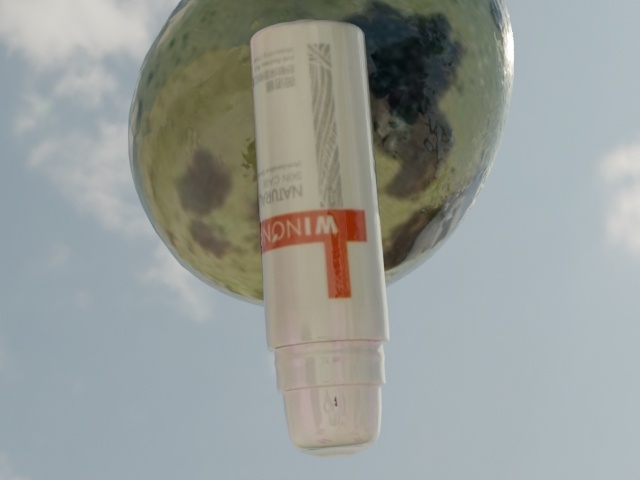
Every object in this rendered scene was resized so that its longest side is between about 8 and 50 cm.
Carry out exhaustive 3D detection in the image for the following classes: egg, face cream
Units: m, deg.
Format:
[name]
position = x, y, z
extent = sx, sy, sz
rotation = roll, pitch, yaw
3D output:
[egg]
position = 0.010, -0.132, 1.611
extent = 0.345, 0.428, 0.345
rotation = 36, -22, 17
[face cream]
position = 0.000, 0.000, 1.346
extent = 0.102, 0.346, 0.102
rotation = -4, -10, -1
